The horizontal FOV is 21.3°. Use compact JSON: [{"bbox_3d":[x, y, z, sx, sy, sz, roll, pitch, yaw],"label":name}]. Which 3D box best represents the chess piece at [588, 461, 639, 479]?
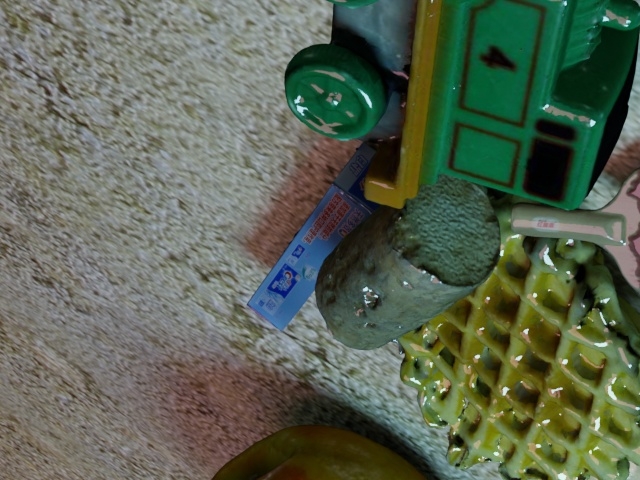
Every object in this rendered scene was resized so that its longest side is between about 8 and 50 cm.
[{"bbox_3d":[0.336,0.183,1.552,0.200,0.090,0.090,-17,119,44],"label":"chess piece"}]

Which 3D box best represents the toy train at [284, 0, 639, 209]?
[{"bbox_3d":[0.116,-0.176,1.235,0.249,0.178,0.429,19,144,11],"label":"toy train"}]

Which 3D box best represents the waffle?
[{"bbox_3d":[0.178,0.090,1.551,0.297,0.073,0.317,-9,111,49],"label":"waffle"}]

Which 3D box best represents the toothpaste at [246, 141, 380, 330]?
[{"bbox_3d":[0.000,0.000,1.651,0.053,0.066,0.272,38,147,1],"label":"toothpaste"}]

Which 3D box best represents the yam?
[{"bbox_3d":[0.069,0.024,1.482,0.107,0.107,0.194,41,147,-5],"label":"yam"}]

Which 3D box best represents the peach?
[{"bbox_3d":[0.015,0.368,1.892,0.332,0.308,0.308,44,147,-19],"label":"peach"}]

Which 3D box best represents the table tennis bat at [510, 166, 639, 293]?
[{"bbox_3d":[0.267,-0.006,1.367,0.234,0.022,0.131,6,112,25],"label":"table tennis bat"}]
